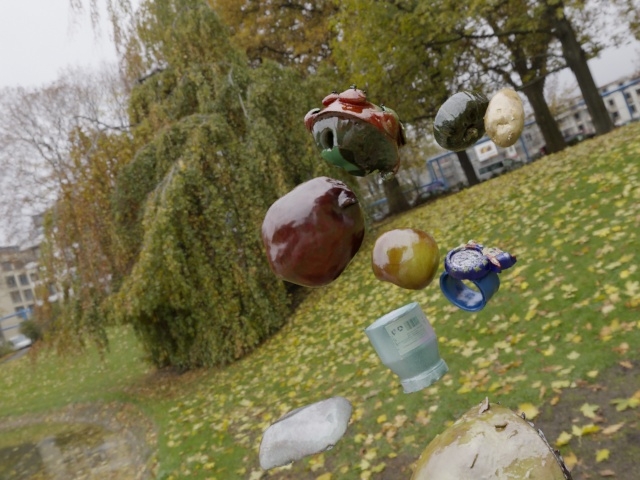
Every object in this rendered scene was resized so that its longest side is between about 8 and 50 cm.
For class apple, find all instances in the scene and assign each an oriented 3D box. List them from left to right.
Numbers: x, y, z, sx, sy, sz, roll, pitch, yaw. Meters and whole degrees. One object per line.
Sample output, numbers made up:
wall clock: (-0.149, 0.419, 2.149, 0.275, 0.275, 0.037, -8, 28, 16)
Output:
apple: (0.284, 0.067, 1.648, 0.237, 0.207, 0.237, 10, -14, 3)

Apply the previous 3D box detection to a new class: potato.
potato: (0.259, 0.455, 0.850, 0.237, 0.300, 0.289, -7, 9, -18)
potato: (0.596, -0.407, 1.594, 0.128, 0.234, 0.161, 4, -18, 15)

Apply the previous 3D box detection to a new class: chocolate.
chocolate: (-0.053, 0.551, 1.441, 0.303, 0.100, 0.185, -27, 7, 20)

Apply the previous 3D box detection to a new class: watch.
watch: (0.488, 0.122, 1.562, 0.171, 0.200, 0.196, -30, 37, -25)

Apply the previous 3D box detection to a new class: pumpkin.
pumpkin: (0.501, -0.417, 1.718, 0.224, 0.157, 0.223, -21, -36, -17)

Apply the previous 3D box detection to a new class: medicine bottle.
medicine bottle: (0.343, 0.421, 1.914, 0.245, 0.290, 0.245, -27, -6, -3)

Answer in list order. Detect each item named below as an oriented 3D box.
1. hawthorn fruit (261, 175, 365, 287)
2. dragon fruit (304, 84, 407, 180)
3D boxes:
hawthorn fruit: (-0.021, -0.032, 1.420, 0.308, 0.324, 0.308, 10, 28, -5)
dragon fruit: (0.089, -0.257, 1.224, 0.268, 0.130, 0.295, 24, -10, -11)
